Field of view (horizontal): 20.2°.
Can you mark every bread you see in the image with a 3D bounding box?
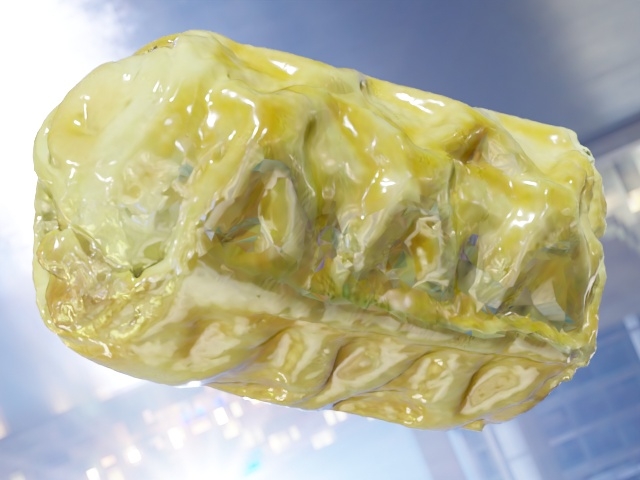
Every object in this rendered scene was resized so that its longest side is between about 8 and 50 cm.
[{"bbox_3d":[0.000,0.000,0.763,0.268,0.152,0.130,13,-170,-35],"label":"bread"}]
